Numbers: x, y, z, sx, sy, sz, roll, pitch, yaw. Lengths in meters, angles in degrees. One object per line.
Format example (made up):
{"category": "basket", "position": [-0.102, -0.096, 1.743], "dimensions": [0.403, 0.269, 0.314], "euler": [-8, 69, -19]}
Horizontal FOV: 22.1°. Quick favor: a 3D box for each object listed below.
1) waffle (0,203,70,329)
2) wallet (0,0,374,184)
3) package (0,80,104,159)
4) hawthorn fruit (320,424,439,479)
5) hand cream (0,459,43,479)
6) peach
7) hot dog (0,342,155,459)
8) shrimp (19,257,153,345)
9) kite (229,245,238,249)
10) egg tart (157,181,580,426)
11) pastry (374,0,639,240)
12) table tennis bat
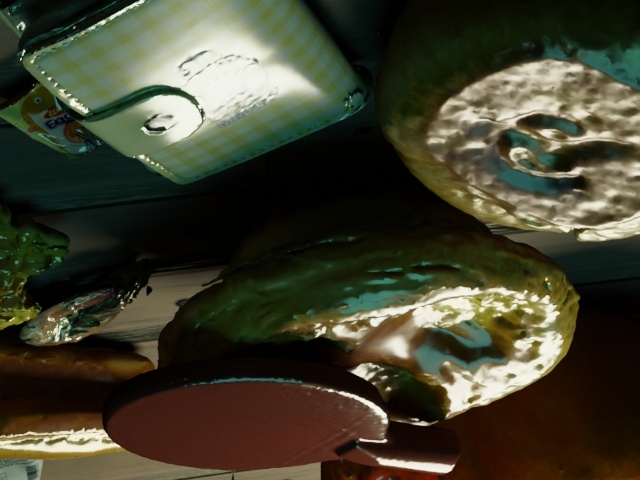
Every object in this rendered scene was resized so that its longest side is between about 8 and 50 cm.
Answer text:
{"category": "waffle", "position": [-0.379, 0.037, 1.637], "dimensions": [0.291, 0.051, 0.291], "euler": [-10, 153, -5]}
{"category": "wallet", "position": [-0.103, -0.149, 1.347], "dimensions": [0.223, 0.077, 0.309], "euler": [-29, 151, 8]}
{"category": "package", "position": [-0.214, -0.115, 1.429], "dimensions": [0.108, 0.031, 0.120], "euler": [-27, 149, 24]}
{"category": "hawthorn fruit", "position": [0.126, 0.328, 2.256], "dimensions": [0.211, 0.211, 0.299], "euler": [-32, 156, 35]}
{"category": "hand cream", "position": [-0.392, 0.234, 2.021], "dimensions": [0.124, 0.078, 0.341], "euler": [-6, 145, -12]}
{"category": "peach", "position": [0.317, 0.258, 2.071], "dimensions": [0.342, 0.302, 0.343], "euler": [-8, 153, -4]}
{"category": "hot dog", "position": [-0.301, 0.185, 1.846], "dimensions": [0.100, 0.135, 0.337], "euler": [-34, 156, 32]}
{"category": "shrimp", "position": [-0.246, 0.070, 1.754], "dimensions": [0.190, 0.042, 0.101], "euler": [-32, 161, 29]}
{"category": "kite", "position": [0.000, 0.000, 1.767], "dimensions": [0.198, 0.006, 0.244], "euler": [5, 149, -29]}
{"category": "egg tart", "position": [0.042, 0.068, 1.712], "dimensions": [0.443, 0.178, 0.443], "euler": [-7, 154, -3]}
{"category": "pastry", "position": [0.215, -0.127, 1.400], "dimensions": [0.356, 0.164, 0.356], "euler": [9, 152, 5]}
{"category": "table tennis bat", "position": [-0.029, 0.194, 1.701], "dimensions": [0.414, 0.051, 0.268], "euler": [13, 149, -31]}
